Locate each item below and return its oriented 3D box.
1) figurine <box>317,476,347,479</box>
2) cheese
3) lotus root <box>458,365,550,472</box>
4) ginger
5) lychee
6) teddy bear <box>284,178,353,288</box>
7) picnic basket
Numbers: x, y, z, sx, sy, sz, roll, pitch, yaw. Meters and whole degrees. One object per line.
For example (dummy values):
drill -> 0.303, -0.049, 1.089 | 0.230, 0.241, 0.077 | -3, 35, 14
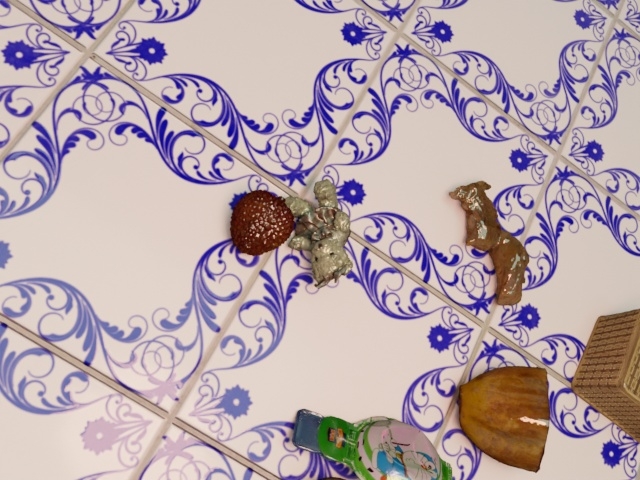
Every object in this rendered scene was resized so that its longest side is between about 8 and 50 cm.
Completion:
figurine -> 0.001, 0.510, 1.212 | 0.275, 0.161, 0.158 | -23, 44, -31
cheese -> 0.102, 0.398, 1.305 | 0.320, 0.083, 0.204 | 21, 32, -6
lotus root -> 0.368, 0.357, 1.422 | 0.179, 0.199, 0.188 | 5, 32, 9
ginger -> 0.384, 0.006, 1.540 | 0.122, 0.084, 0.290 | -21, 86, -32
lychee -> -0.113, -0.031, 1.326 | 0.123, 0.123, 0.129 | 20, 95, -17
teddy bear -> 0.005, -0.002, 1.379 | 0.133, 0.111, 0.213 | -22, 72, 16
picnic basket -> 0.766, 0.322, 1.567 | 0.313, 0.175, 0.228 | 37, 65, -10
